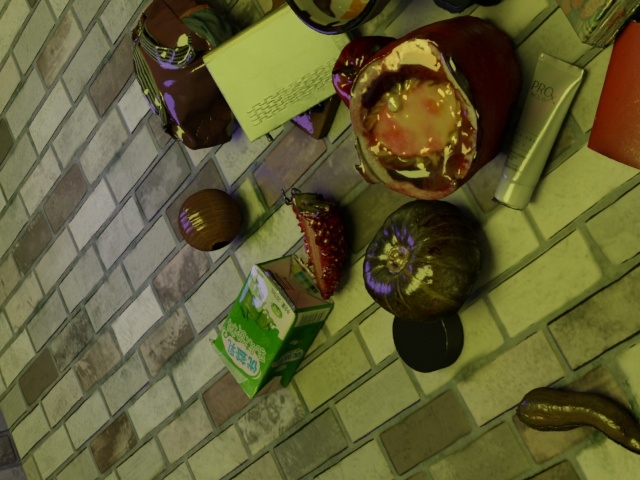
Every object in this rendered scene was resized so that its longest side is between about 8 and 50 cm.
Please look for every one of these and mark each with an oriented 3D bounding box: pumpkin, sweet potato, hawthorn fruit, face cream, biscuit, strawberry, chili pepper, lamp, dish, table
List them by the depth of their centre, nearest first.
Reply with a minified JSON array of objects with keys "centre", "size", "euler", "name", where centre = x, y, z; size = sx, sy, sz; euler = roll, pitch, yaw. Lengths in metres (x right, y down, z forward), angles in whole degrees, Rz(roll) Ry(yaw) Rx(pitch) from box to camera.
[{"centre":[0.208,-0.215,1.702],"size":[0.229,0.305,0.251],"euler":[-14,100,39],"name":"chili pepper"},{"centre":[0.339,-0.166,1.719],"size":[0.092,0.058,0.243],"euler":[35,115,43],"name":"face cream"},{"centre":[0.411,0.275,1.720],"size":[0.233,0.062,0.081],"euler":[8,118,42],"name":"sweet potato"},{"centre":[0.047,-0.477,1.774],"size":[0.303,0.120,0.303],"euler":[21,118,46],"name":"dish"},{"centre":[0.184,0.039,1.857],"size":[0.219,0.162,0.218],"euler":[-27,52,40],"name":"pumpkin"},{"centre":[0.089,-0.275,1.861],"size":[0.157,0.194,0.156],"euler":[-5,83,43],"name":"hawthorn fruit"},{"centre":[0.189,0.167,1.944],"size":[0.133,0.043,0.133],"euler":[12,106,45],"name":"table"},{"centre":[-0.035,-0.340,2.087],"size":[0.278,0.043,0.301],"euler":[-22,81,47],"name":"biscuit"},{"centre":[0.005,-0.003,2.096],"size":[0.167,0.087,0.208],"euler":[-129,21,-53],"name":"strawberry"},{"centre":[-0.231,-0.042,2.286],"size":[0.136,0.136,0.136],"euler":[11,105,45],"name":"lamp"}]

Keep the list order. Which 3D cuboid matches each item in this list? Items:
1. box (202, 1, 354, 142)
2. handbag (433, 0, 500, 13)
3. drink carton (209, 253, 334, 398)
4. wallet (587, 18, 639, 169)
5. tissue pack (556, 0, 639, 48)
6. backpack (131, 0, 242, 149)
[{"centre":[-0.060,-0.320,2.013],"size":[0.270,0.045,0.210],"euler":[-29,95,21],"name":"box"},{"centre":[0.189,-0.544,1.761],"size":[0.326,0.118,0.269],"euler":[39,130,35],"name":"handbag"},{"centre":[-0.103,0.169,2.208],"size":[0.161,0.108,0.271],"euler":[50,129,29],"name":"drink carton"},{"centre":[0.470,-0.208,1.575],"size":[0.142,0.045,0.204],"euler":[28,117,40],"name":"wallet"},{"centre":[0.398,-0.365,1.579],"size":[0.108,0.060,0.148],"euler":[-57,36,38],"name":"tissue pack"},{"centre":[-0.282,-0.376,2.231],"size":[0.317,0.197,0.283],"euler":[49,132,32],"name":"backpack"}]
